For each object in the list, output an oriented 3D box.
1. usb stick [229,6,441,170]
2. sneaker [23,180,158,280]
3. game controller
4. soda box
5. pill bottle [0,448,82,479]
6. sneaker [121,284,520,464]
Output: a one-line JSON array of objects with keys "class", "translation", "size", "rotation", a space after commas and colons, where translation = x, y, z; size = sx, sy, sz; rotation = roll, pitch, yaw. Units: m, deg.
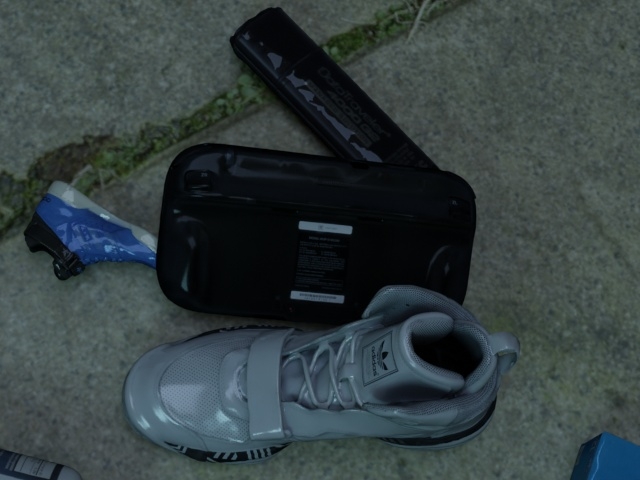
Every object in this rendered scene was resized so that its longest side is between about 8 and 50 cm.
[{"class": "usb stick", "translation": [0.017, -0.137, 1.411], "size": [0.077, 0.045, 0.278], "rotation": [-40, 80, -26]}, {"class": "sneaker", "translation": [-0.219, 0.014, 1.315], "size": [0.152, 0.058, 0.084], "rotation": [32, 76, -5]}, {"class": "game controller", "translation": [0.000, 0.000, 1.319], "size": [0.319, 0.067, 0.166], "rotation": [6, 102, -13]}, {"class": "soda box", "translation": [0.261, 0.295, 1.275], "size": [0.071, 0.067, 0.210], "rotation": [23, 69, 0]}, {"class": "pill bottle", "translation": [-0.269, 0.247, 1.193], "size": [0.180, 0.108, 0.108], "rotation": [15, 68, -3]}, {"class": "sneaker", "translation": [0.002, 0.119, 1.224], "size": [0.366, 0.210, 0.137], "rotation": [1, 70, -8]}]
